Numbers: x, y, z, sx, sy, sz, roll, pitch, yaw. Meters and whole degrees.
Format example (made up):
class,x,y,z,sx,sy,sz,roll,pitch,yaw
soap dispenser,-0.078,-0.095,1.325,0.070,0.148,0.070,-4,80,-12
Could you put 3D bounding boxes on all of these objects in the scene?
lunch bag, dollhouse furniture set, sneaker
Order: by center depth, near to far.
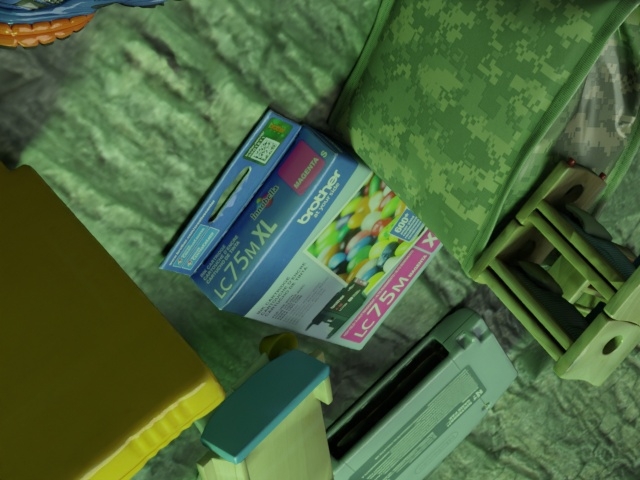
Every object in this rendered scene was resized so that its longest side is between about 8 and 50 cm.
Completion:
class,x,y,z,sx,sy,sz,roll,pitch,yaw
sneaker,-0.144,-0.206,0.984,0.221,0.083,0.087,-30,136,-29
dollhouse furniture set,0.248,0.035,1.195,0.184,0.129,0.129,17,117,-48
lunch bag,0.167,-0.153,1.237,0.169,0.235,0.287,-5,131,-40
dollhouse furniture set,-0.123,0.258,1.422,0.303,0.198,0.286,-43,141,-31

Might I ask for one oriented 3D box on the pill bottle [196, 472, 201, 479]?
class,x,y,z,sx,sy,sz,roll,pitch,yaw
pill bottle,-0.029,0.314,1.540,0.121,0.221,0.121,-29,144,-24

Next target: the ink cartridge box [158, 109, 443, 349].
class,x,y,z,sx,sy,sz,roll,pitch,yaw
ink cartridge box,0.000,0.000,1.384,0.186,0.065,0.311,-53,145,10

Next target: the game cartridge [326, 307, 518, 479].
class,x,y,z,sx,sy,sz,roll,pitch,yaw
game cartridge,0.109,0.226,1.756,0.297,0.062,0.198,-43,151,-4

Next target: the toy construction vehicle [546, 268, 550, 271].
class,x,y,z,sx,sy,sz,roll,pitch,yaw
toy construction vehicle,0.301,0.063,1.805,0.086,0.035,0.098,-21,140,-33

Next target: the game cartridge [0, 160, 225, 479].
class,x,y,z,sx,sy,sz,roll,pitch,yaw
game cartridge,-0.270,0.115,0.999,0.324,0.285,0.052,-37,146,-11
